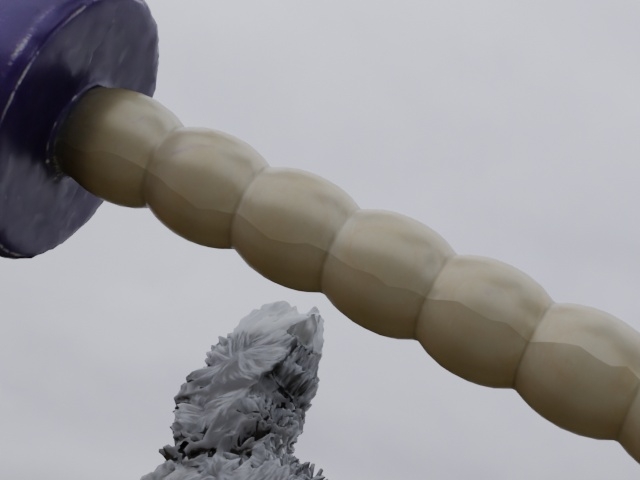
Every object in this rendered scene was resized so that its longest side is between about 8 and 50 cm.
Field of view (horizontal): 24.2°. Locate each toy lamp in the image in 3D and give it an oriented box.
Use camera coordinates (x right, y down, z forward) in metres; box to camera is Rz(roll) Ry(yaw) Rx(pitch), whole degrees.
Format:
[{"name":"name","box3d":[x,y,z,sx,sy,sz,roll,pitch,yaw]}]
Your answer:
[{"name":"toy lamp","box3d":[0.000,0.000,0.354,0.275,0.080,0.080,24,-22,18]}]

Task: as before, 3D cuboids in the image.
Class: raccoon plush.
[{"name":"raccoon plush","box3d":[-0.017,0.288,1.110,0.216,0.446,0.299,-2,-56,32]}]
